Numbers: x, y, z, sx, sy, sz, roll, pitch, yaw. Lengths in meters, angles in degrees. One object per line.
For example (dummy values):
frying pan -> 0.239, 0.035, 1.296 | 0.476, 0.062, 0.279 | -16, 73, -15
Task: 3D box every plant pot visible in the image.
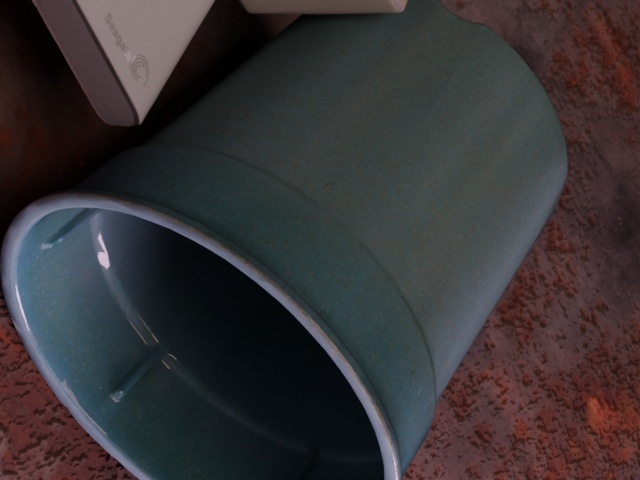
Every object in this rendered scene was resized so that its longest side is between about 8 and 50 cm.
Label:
plant pot -> 0.000, 0.000, 1.481 | 0.334, 0.341, 0.341 | -48, 125, -34

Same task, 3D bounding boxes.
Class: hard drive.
hard drive -> -0.117, -0.262, 1.432 | 0.307, 0.040, 0.203 | -64, 143, -35

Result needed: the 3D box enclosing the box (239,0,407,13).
box -> 0.028, -0.326, 1.496 | 0.121, 0.148, 0.311 | 57, 47, -47
